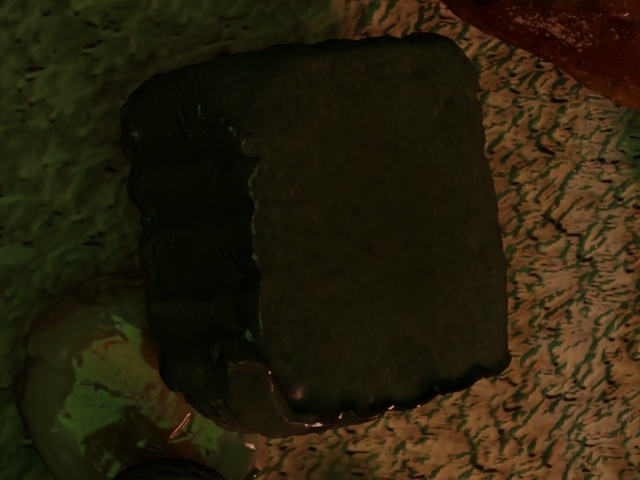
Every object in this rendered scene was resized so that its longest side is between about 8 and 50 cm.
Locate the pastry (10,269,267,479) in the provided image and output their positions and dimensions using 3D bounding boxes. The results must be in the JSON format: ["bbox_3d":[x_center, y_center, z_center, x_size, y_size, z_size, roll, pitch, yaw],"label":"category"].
[{"bbox_3d":[-0.105,0.093,1.121,0.166,0.088,0.165,-3,100,-15],"label":"pastry"}]

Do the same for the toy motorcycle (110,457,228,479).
[{"bbox_3d":[-0.109,0.285,1.112,0.223,0.108,0.340,24,109,-24],"label":"toy motorcycle"}]

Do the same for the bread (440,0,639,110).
[{"bbox_3d":[0.250,-0.127,1.121,0.380,0.185,0.109,27,67,-14],"label":"bread"}]

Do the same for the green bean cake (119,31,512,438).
[{"bbox_3d":[0.000,0.000,1.073,0.223,0.125,0.227,-10,87,-41],"label":"green bean cake"}]
